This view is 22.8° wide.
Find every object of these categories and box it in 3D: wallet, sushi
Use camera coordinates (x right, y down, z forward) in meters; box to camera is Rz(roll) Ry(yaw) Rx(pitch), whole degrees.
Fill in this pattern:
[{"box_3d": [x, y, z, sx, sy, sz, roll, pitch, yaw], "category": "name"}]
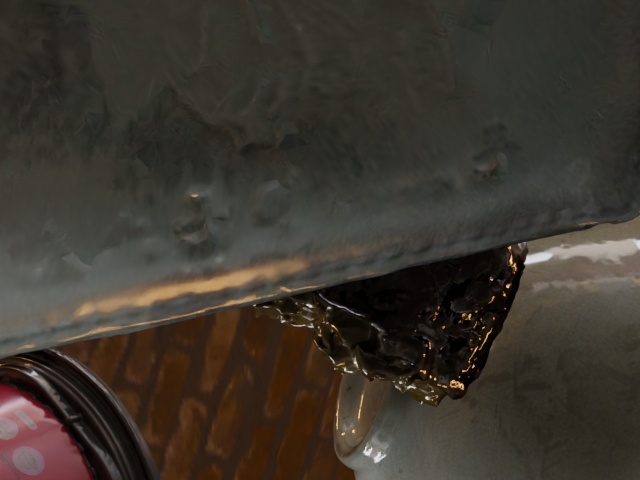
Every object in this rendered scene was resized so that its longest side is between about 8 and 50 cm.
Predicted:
[{"box_3d": [-0.035, -0.093, 0.431, 0.290, 0.054, 0.251, -12, -61, -20], "category": "wallet"}, {"box_3d": [0.000, 0.000, 0.854, 0.212, 0.147, 0.115, 29, -97, 19], "category": "sushi"}]

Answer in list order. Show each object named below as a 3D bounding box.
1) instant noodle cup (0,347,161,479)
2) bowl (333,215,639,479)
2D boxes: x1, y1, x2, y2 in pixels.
[{"box_3d": [-0.246, 0.204, 1.029, 0.302, 0.181, 0.258, 17, -74, 36], "category": "instant noodle cup"}, {"box_3d": [0.094, 0.110, 1.036, 0.146, 0.313, 0.313, 16, -104, -12], "category": "bowl"}]
